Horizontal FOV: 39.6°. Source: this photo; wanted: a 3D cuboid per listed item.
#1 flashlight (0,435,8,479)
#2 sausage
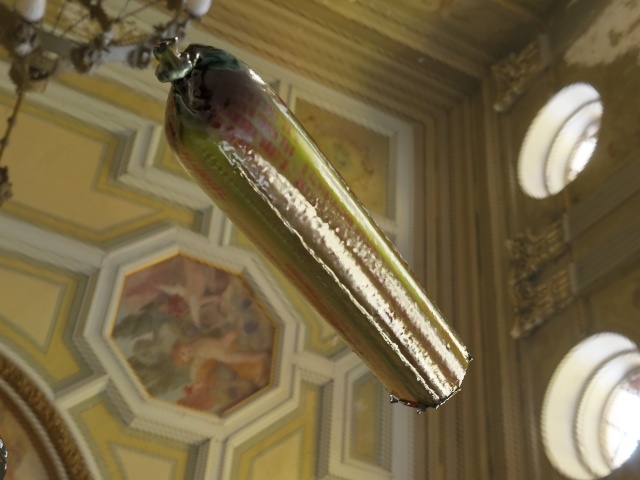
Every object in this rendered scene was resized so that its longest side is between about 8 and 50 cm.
[{"bbox_3d":[-0.256,-0.021,0.422,0.103,0.103,0.423,-47,-46,-44],"label":"flashlight"},{"bbox_3d":[0.000,0.000,0.576,0.371,0.082,0.082,51,-148,-46],"label":"sausage"}]
